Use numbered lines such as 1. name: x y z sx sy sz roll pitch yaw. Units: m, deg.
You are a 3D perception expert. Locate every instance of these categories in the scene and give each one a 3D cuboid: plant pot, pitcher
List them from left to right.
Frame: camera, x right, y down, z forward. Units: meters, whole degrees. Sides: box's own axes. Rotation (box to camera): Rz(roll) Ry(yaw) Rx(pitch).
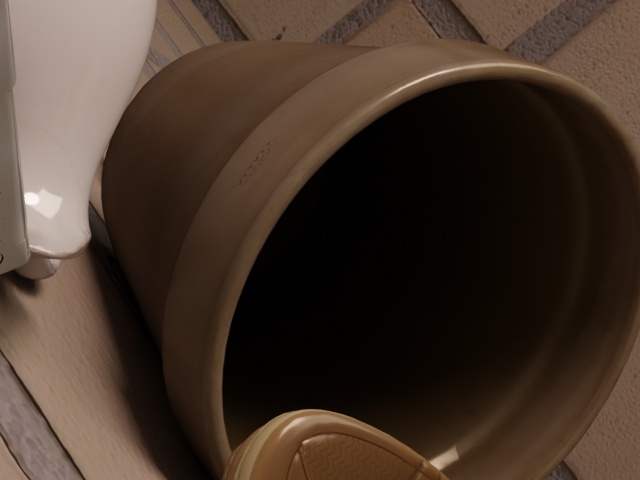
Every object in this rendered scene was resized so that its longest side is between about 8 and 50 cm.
1. pitcher: -0.150 -0.086 0.813 0.178 0.125 0.207 113 -19 -81
2. plant pot: 0.000 0.000 1.000 0.280 0.323 0.323 34 -9 48

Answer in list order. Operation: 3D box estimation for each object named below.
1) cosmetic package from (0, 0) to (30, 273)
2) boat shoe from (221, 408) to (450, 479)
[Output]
1. cosmetic package: -0.231 -0.193 0.583 0.377 0.097 0.284 55 -27 29
2. boat shoe: 0.038 0.210 0.857 0.110 0.122 0.341 4 -37 45
